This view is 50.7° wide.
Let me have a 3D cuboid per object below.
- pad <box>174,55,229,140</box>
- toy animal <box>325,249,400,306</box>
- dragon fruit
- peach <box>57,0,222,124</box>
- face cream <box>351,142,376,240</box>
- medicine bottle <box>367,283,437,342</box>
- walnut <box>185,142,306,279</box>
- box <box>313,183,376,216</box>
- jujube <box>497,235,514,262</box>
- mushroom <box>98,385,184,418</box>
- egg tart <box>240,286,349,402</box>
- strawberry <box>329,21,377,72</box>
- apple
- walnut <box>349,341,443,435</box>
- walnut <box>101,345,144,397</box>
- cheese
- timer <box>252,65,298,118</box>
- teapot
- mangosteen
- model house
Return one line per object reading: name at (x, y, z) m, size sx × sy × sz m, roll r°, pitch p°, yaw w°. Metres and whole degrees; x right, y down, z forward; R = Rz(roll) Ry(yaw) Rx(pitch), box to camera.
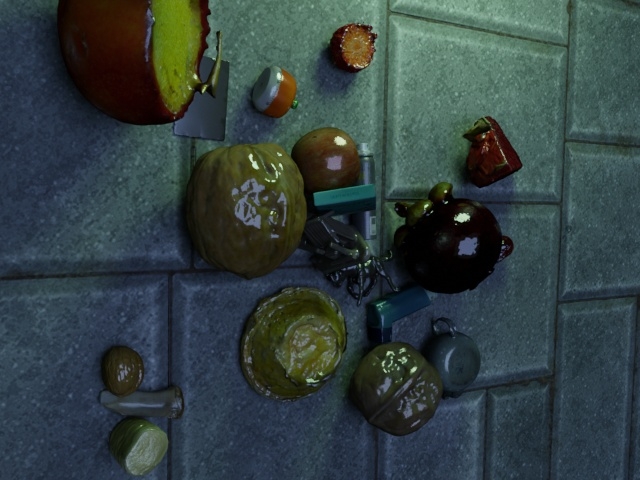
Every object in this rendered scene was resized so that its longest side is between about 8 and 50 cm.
pad at (-0.306, -0.370, 1.747) m, size 0.142 × 0.003 × 0.211 m, roll 4°, pitch 92°, yaw -31°
toy animal at (0.133, 0.103, 1.998) m, size 0.232 × 0.084 × 0.148 m, roll -19°, pitch 102°, yaw -25°
dragon fruit at (0.525, -0.281, 2.171) m, size 0.205 × 0.152 × 0.317 m, roll 64°, pitch 25°, yaw 4°
peach at (-0.412, -0.465, 1.502) m, size 0.335 × 0.310 × 0.406 m, roll -32°, pitch 127°, yaw -64°
face cream at (0.125, -0.141, 1.979) m, size 0.073 × 0.073 × 0.284 m, roll -5°, pitch 96°, yaw -30°
medicine bottle at (0.249, 0.214, 2.077) m, size 0.258 × 0.079 × 0.124 m, roll -24°, pitch 102°, yaw -28°
walnut at (-0.182, -0.070, 1.686) m, size 0.306 × 0.306 × 0.344 m, roll -8°, pitch 105°, yaw -30°
box at (0.070, -0.105, 1.832) m, size 0.162 × 0.229 × 0.041 m, roll -8°, pitch 84°, yaw 4°
jujube at (0.589, 0.034, 2.269) m, size 0.129 × 0.077 × 0.077 m, roll -31°, pitch 109°, yaw -13°
mushroom at (-0.444, 0.403, 1.693) m, size 0.209 × 0.071 × 0.084 m, roll 9°, pitch 84°, yaw -27°
egg tart at (-0.050, 0.293, 1.880) m, size 0.345 × 0.132 × 0.345 m, roll -1°, pitch 92°, yaw -30°
strawberry at (0.089, -0.547, 1.918) m, size 0.145 × 0.086 × 0.145 m, roll -3°, pitch 96°, yaw -29°
apple at (0.011, -0.211, 1.841) m, size 0.173 × 0.188 × 0.188 m, roll -16°, pitch 102°, yaw -16°
walnut at (0.218, 0.436, 1.990) m, size 0.273 × 0.227 × 0.273 m, roll 0°, pitch 90°, yaw -32°
walnut at (-0.482, 0.318, 1.643) m, size 0.105 × 0.105 × 0.125 m, roll 8°, pitch 73°, yaw -31°
cheese at (-0.445, 0.494, 1.638) m, size 0.123 × 0.167 × 0.094 m, roll -48°, pitch 111°, yaw -22°
timer at (-0.112, -0.390, 1.810) m, size 0.136 × 0.099 × 0.136 m, roll -13°, pitch 114°, yaw -32°
teapot at (0.416, 0.386, 2.165) m, size 0.193 × 0.129 × 0.294 m, roll -16°, pitch 100°, yaw -29°
mangosteen at (0.369, -0.008, 2.027) m, size 0.307 × 0.307 × 0.347 m, roll -40°, pitch 81°, yaw -22°
model house at (0.005, -0.004, 1.836) m, size 0.188 × 0.229 × 0.122 m, roll 29°, pitch 63°, yaw -33°
